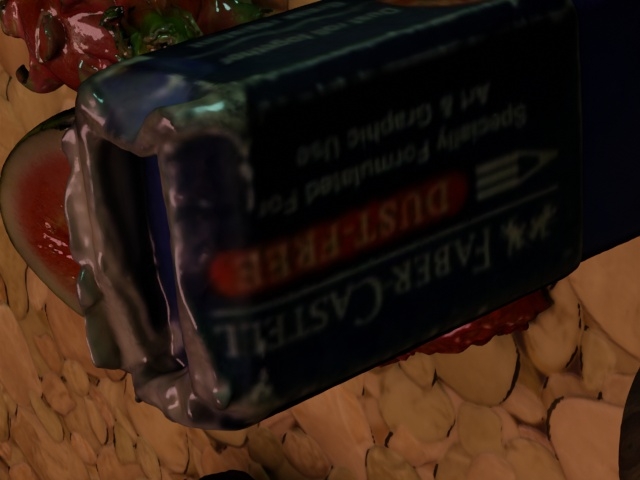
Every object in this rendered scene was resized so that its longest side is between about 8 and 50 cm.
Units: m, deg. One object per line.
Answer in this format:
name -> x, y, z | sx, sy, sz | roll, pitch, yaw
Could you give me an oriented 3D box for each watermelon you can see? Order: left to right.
watermelon -> -0.180, -0.028, 1.413 | 0.119, 0.063, 0.245 | 45, 140, 10

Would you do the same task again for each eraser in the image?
eraser -> 0.044, -0.036, 0.858 | 0.101, 0.332, 0.155 | 19, 122, 47

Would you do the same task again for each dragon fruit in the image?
dragon fruit -> -0.114, -0.144, 1.187 | 0.236, 0.137, 0.135 | 16, 135, 51

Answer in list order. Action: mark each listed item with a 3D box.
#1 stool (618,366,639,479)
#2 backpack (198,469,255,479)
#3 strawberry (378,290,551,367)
stool -> 0.268, 0.075, 0.751 | 0.264, 0.179, 0.179 | -31, 82, 54
backpack -> -0.094, 0.397, 1.351 | 0.363, 0.255, 0.446 | 49, 127, 24
strawberry -> 0.000, 0.000, 1.135 | 0.286, 0.106, 0.188 | 17, 122, 48
